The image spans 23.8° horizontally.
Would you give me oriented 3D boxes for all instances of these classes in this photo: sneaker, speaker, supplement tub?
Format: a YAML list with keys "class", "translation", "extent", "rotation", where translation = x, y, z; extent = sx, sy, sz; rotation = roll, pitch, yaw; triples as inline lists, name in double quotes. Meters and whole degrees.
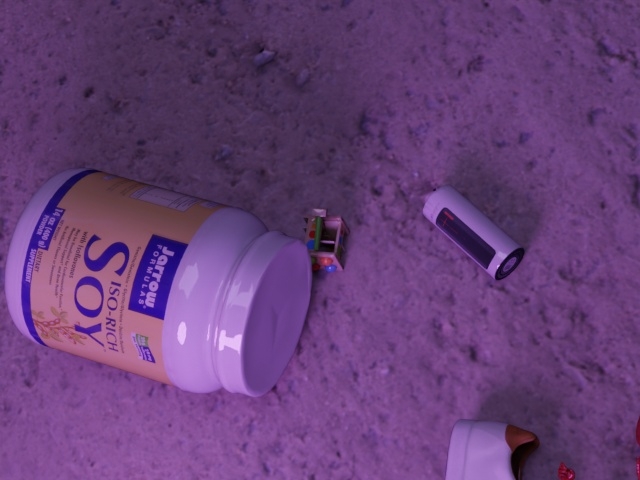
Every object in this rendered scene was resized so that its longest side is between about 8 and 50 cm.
- class: "sneaker"
  translation: [0.201, 0.348, 1.768]
  extent: [0.123, 0.106, 0.290]
  rotation: [1, 67, 18]
- class: "speaker"
  translation: [0.195, -0.012, 1.949]
  extent: [0.055, 0.055, 0.136]
  rotation: [-44, 65, -5]
- class: "supplement tub"
  translation: [-0.201, 0.055, 1.921]
  extent: [0.331, 0.241, 0.241]
  rotation: [15, 73, 20]

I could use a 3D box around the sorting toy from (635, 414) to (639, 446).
- class: "sorting toy"
  translation: [0.512, 0.117, 1.804]
  extent: [0.126, 0.127, 0.366]
  rotation: [32, 75, -6]

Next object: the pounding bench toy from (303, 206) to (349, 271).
- class: "pounding bench toy"
  translation: [0.000, 0.000, 1.978]
  extent: [0.052, 0.083, 0.065]
  rotation: [4, 68, 16]

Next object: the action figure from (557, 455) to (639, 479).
- class: "action figure"
  translation: [0.279, 0.309, 1.713]
  extent: [0.280, 0.139, 0.091]
  rotation: [-16, 20, -25]
